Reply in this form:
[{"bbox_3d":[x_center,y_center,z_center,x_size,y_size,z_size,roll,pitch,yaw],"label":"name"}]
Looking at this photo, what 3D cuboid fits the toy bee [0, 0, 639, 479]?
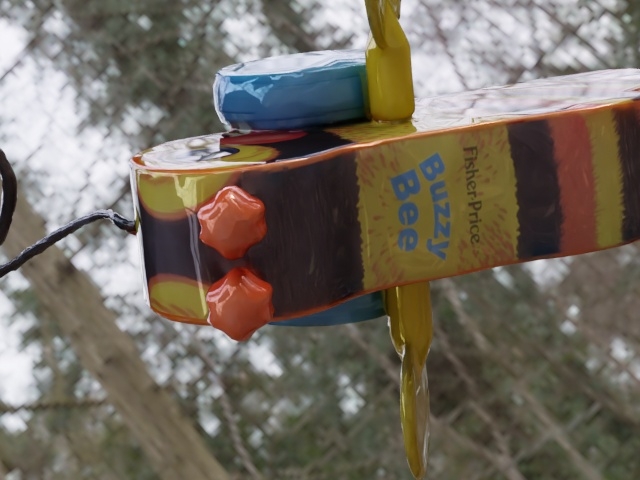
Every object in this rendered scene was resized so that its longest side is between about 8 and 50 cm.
[{"bbox_3d":[0.000,0.000,0.599,0.298,0.162,0.195,-28,-75,-3],"label":"toy bee"}]
